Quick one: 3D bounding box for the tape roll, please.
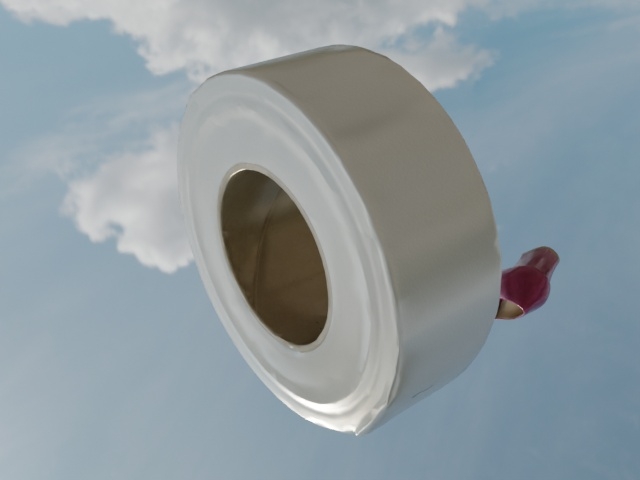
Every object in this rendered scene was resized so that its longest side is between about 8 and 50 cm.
[{"bbox_3d":[0.000,0.000,0.566,0.100,0.286,0.286,-22,-137,-32],"label":"tape roll"}]

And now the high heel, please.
[{"bbox_3d":[0.230,0.096,1.027,0.082,0.244,0.117,49,-129,-7],"label":"high heel"}]
